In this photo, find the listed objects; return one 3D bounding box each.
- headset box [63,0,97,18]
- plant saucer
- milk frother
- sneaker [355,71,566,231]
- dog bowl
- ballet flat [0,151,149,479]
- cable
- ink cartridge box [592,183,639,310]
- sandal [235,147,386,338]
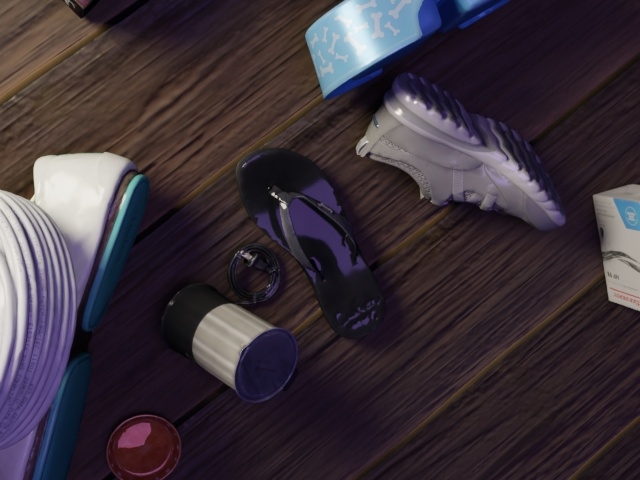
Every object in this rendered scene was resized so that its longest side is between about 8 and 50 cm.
[{"bbox_3d":[-0.262,-0.397,0.883,0.218,0.110,0.293,-46,107,-5],"label":"headset box"},{"bbox_3d":[-0.200,0.235,1.045,0.083,0.013,0.083,-3,99,-15],"label":"plant saucer"},{"bbox_3d":[-0.074,0.082,0.994,0.129,0.135,0.143,15,98,-48],"label":"milk frother"},{"bbox_3d":[0.167,-0.085,1.077,0.281,0.105,0.115,31,123,-22],"label":"sneaker"},{"bbox_3d":[0.115,-0.254,0.992,0.297,0.166,0.074,-30,93,-10],"label":"dog bowl"},{"bbox_3d":[-0.290,0.097,0.953,0.139,0.139,0.400,16,89,-18],"label":"ballet flat"},{"bbox_3d":[-0.334,0.076,0.863,0.089,0.257,0.257,16,72,-53],"label":"cable"},{"bbox_3d":[0.400,0.028,1.138,0.060,0.104,0.180,-15,101,-14],"label":"ink cartridge box"},{"bbox_3d":[0.001,0.000,1.046,0.097,0.054,0.254,-38,106,-8],"label":"sandal"}]
